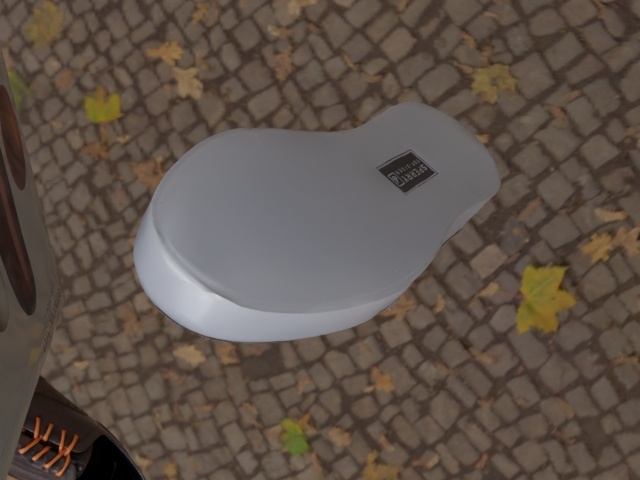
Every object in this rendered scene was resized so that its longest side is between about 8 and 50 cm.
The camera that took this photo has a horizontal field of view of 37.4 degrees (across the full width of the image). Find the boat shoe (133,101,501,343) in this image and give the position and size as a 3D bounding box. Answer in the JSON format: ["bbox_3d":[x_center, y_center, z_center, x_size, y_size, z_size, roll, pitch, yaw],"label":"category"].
[{"bbox_3d":[0.000,0.000,0.497,0.108,0.301,0.102,43,120,9],"label":"boat shoe"}]

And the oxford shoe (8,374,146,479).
[{"bbox_3d":[-0.240,0.154,0.784,0.098,0.271,0.096,10,67,35],"label":"oxford shoe"}]

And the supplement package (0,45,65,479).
[{"bbox_3d":[-0.214,-0.003,0.394,0.149,0.194,0.203,-6,120,-1],"label":"supplement package"}]
